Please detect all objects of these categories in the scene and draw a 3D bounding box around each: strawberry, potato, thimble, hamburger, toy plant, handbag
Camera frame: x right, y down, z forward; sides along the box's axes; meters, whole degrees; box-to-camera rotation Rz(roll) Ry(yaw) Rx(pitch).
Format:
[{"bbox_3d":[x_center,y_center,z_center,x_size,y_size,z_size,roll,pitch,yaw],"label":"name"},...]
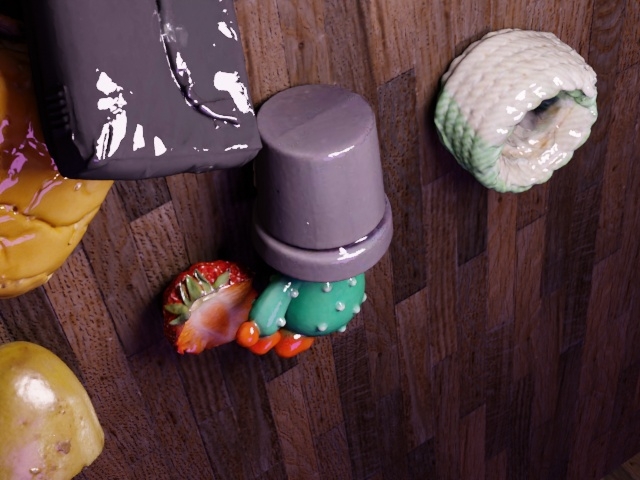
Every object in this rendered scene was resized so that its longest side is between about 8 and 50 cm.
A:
[{"bbox_3d":[-0.148,0.086,1.710,0.146,0.082,0.187,-32,152,-4],"label":"strawberry"},{"bbox_3d":[-0.375,0.203,1.557,0.203,0.178,0.158,-12,122,-15],"label":"potato"},{"bbox_3d":[0.267,-0.183,1.746,0.219,0.150,0.219,-25,144,-20],"label":"thimble"},{"bbox_3d":[-0.349,-0.083,1.253,0.318,0.158,0.319,-22,136,-23],"label":"hamburger"},{"bbox_3d":[0.003,-0.009,1.657,0.185,0.279,0.400,6,134,9],"label":"toy plant"},{"bbox_3d":[-0.176,-0.194,1.232,0.244,0.275,0.088,-9,175,-45],"label":"handbag"}]
